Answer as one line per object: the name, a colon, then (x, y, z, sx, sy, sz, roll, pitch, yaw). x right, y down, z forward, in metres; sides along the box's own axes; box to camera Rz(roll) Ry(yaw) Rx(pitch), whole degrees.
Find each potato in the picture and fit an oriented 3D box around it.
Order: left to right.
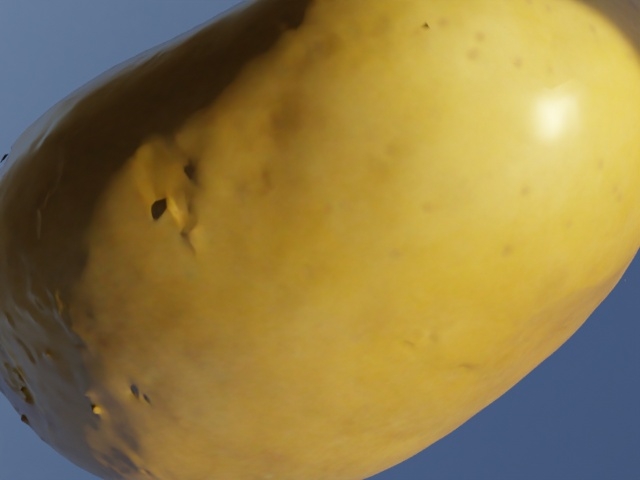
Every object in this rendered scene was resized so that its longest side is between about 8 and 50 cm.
potato: (0.000, 0.000, 0.413, 0.233, 0.146, 0.150, -24, -172, 35)
